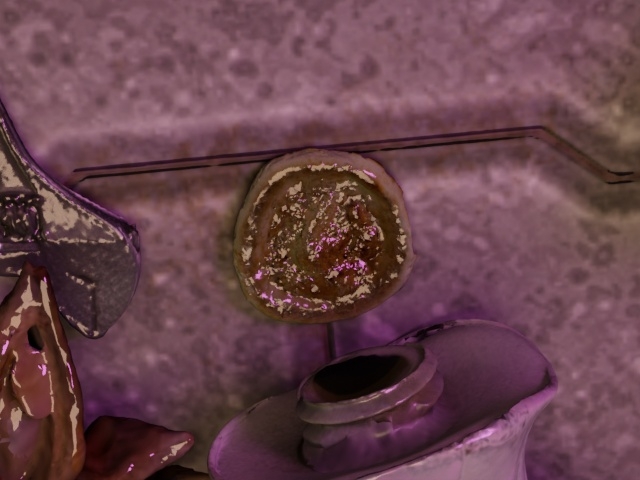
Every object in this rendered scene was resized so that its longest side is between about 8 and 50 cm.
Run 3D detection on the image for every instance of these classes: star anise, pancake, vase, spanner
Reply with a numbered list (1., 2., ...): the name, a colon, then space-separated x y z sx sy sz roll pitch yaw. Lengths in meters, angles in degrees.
1. star anise: -0.181 0.148 1.007 0.349 0.109 0.292 28 102 -23
2. pancake: 0.000 -0.001 0.997 0.108 0.017 0.108 -2 113 -5
3. vase: 0.095 0.267 0.997 0.250 0.250 0.445 -18 106 6
4. spanner: -0.185 -0.086 0.954 0.093 0.026 0.325 -22 110 6
